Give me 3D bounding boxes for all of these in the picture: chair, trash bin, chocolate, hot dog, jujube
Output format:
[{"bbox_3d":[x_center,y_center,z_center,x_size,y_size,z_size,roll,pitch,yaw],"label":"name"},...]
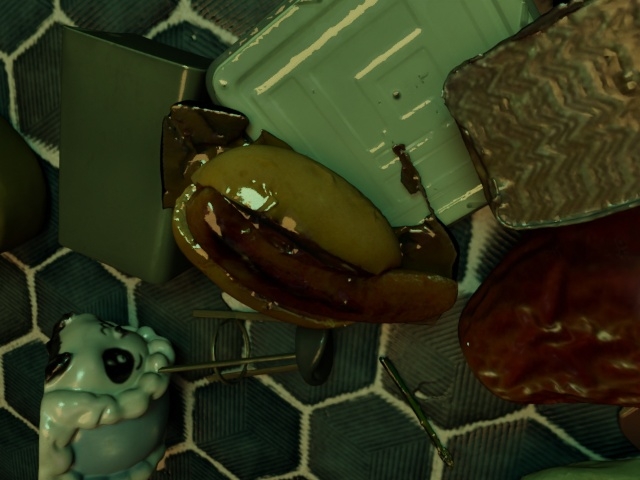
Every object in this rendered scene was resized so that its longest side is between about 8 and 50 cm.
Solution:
[{"bbox_3d":[-0.071,0.134,0.596,0.222,0.104,0.095,-12,127,24],"label":"chair"},{"bbox_3d":[-0.198,-0.095,0.555,0.164,0.122,0.240,22,112,11],"label":"trash bin"},{"bbox_3d":[0.207,-0.102,0.342,0.214,0.093,0.148,-18,105,37],"label":"chocolate"},{"bbox_3d":[-0.004,0.004,0.451,0.326,0.107,0.194,15,123,-6],"label":"hot dog"},{"bbox_3d":[0.243,0.059,0.432,0.255,0.190,0.190,-38,91,33],"label":"jujube"}]

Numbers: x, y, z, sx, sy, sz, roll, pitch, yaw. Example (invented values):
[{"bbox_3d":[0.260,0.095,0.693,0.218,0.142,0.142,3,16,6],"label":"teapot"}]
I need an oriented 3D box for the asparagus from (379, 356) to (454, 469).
[{"bbox_3d":[0.118,0.208,0.594,0.013,0.016,0.166,-33,92,-11],"label":"asparagus"}]

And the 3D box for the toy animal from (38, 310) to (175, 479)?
[{"bbox_3d":[-0.267,0.198,0.626,0.156,0.208,0.204,5,107,-26],"label":"toy animal"}]

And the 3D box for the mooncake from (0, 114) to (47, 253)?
[{"bbox_3d":[-0.492,-0.084,0.651,0.235,0.117,0.234,6,109,18],"label":"mooncake"}]

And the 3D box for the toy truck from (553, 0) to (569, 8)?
[{"bbox_3d":[0.202,-0.260,0.364,0.113,0.126,0.208,-45,89,-4],"label":"toy truck"}]

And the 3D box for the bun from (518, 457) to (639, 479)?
[{"bbox_3d":[0.305,0.342,0.496,0.259,0.160,0.259,6,107,19],"label":"bun"}]

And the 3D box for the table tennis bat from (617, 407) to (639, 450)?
[{"bbox_3d":[0.348,0.175,0.515,0.156,0.013,0.087,42,114,1],"label":"table tennis bat"}]

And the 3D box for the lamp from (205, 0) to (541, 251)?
[{"bbox_3d":[0.073,-0.125,0.456,0.267,0.047,0.269,-33,115,21],"label":"lamp"}]
